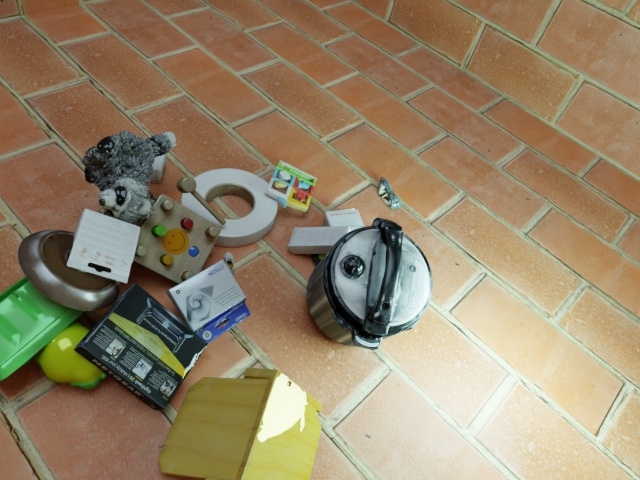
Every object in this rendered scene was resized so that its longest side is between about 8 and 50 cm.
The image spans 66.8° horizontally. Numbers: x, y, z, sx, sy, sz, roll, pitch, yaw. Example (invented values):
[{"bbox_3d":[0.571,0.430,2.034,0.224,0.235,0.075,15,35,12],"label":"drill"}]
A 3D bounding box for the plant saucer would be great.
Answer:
[{"bbox_3d":[-0.733,0.074,1.456,0.310,0.050,0.310,41,19,-17],"label":"plant saucer"}]

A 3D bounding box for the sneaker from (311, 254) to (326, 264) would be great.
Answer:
[{"bbox_3d":[0.047,0.096,1.920,0.209,0.082,0.069,34,92,33],"label":"sneaker"}]

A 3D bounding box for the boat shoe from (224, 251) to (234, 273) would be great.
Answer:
[{"bbox_3d":[-0.345,0.081,1.844,0.035,0.035,0.100,-2,52,-15],"label":"boat shoe"}]

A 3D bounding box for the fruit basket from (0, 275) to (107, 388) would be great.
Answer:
[{"bbox_3d":[-0.811,0.293,1.459,0.392,0.283,0.392,10,76,-44],"label":"fruit basket"}]

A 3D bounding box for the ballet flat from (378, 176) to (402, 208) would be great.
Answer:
[{"bbox_3d":[0.305,-0.218,2.237,0.070,0.070,0.188,-13,52,-23],"label":"ballet flat"}]

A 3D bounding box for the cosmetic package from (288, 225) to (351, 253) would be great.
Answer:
[{"bbox_3d":[0.000,0.000,1.908,0.239,0.060,0.099,-1,52,24],"label":"cosmetic package"}]

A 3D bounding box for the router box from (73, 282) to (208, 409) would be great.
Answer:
[{"bbox_3d":[-0.531,0.321,1.472,0.309,0.081,0.243,46,47,-18],"label":"router box"}]

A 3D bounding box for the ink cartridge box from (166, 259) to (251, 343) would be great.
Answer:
[{"bbox_3d":[-0.371,0.212,1.659,0.223,0.045,0.224,-33,93,-33],"label":"ink cartridge box"}]

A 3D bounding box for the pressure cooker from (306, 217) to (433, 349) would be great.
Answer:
[{"bbox_3d":[0.161,0.155,1.609,0.376,0.420,0.369,-27,79,-22],"label":"pressure cooker"}]

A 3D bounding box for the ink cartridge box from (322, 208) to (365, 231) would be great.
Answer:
[{"bbox_3d":[0.107,-0.025,2.008,0.148,0.086,0.203,-6,52,-16],"label":"ink cartridge box"}]

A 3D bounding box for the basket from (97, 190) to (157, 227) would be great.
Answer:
[{"bbox_3d":[-0.740,-0.040,1.811,0.213,0.223,0.299,44,46,-20],"label":"basket"}]

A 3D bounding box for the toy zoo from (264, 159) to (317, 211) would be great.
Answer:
[{"bbox_3d":[-0.127,-0.227,2.097,0.192,0.030,0.293,25,38,-9],"label":"toy zoo"}]

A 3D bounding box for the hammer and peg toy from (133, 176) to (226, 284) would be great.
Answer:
[{"bbox_3d":[-0.483,-0.039,1.726,0.266,0.127,0.361,34,71,-25],"label":"hammer and peg toy"}]

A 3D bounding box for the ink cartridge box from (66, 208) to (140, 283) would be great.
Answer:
[{"bbox_3d":[-0.677,0.025,1.515,0.181,0.056,0.224,22,47,-30],"label":"ink cartridge box"}]

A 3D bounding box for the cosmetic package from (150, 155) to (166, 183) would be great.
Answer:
[{"bbox_3d":[-0.779,-0.322,2.042,0.231,0.085,0.117,8,49,-9],"label":"cosmetic package"}]

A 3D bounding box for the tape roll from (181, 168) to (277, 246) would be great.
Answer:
[{"bbox_3d":[-0.372,-0.144,2.001,0.392,0.072,0.392,7,49,-8],"label":"tape roll"}]

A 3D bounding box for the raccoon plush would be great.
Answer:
[{"bbox_3d":[-0.606,-0.228,1.716,0.446,0.216,0.299,-36,90,-41],"label":"raccoon plush"}]

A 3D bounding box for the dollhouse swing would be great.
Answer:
[{"bbox_3d":[-0.229,0.594,1.431,0.315,0.305,0.346,47,41,-30],"label":"dollhouse swing"}]
